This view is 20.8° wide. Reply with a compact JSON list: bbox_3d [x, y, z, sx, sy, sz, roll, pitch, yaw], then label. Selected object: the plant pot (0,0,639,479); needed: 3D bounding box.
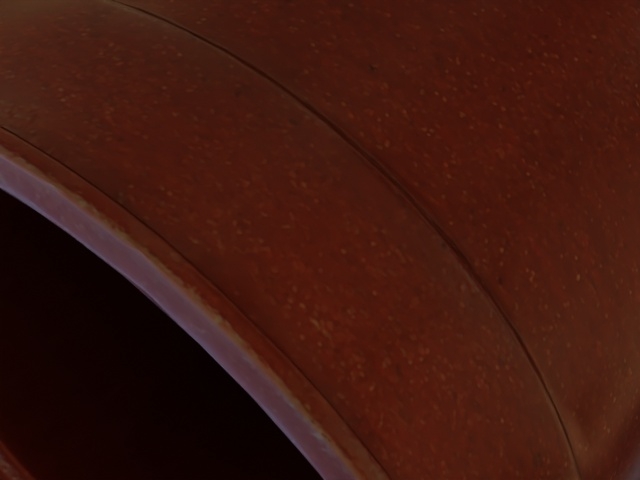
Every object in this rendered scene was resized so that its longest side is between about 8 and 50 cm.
[{"bbox_3d":[0.000,0.000,0.501,0.272,0.272,0.265,36,-128,10],"label":"plant pot"}]
